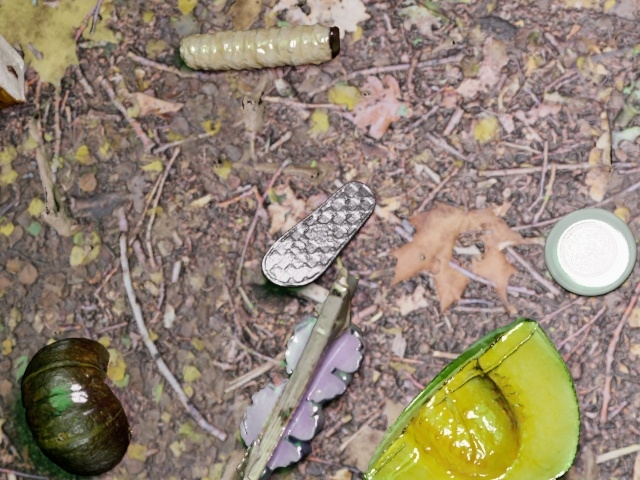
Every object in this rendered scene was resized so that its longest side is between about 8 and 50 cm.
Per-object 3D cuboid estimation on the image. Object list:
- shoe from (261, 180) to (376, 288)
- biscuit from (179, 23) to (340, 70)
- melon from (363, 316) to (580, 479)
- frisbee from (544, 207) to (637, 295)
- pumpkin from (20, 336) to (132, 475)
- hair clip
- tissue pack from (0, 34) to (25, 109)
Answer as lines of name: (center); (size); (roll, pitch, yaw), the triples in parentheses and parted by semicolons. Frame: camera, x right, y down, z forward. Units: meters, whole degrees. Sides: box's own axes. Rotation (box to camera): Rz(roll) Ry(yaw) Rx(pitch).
shoe: (0.000, 0.000, 1.662); (0.071, 0.049, 0.179); (43, 72, 8)
biscuit: (-0.079, -0.254, 1.737); (0.219, 0.061, 0.055); (-1, 84, 12)
melon: (0.190, 0.229, 1.520); (0.265, 0.129, 0.169); (-44, 92, -2)
frisbee: (0.326, 0.013, 1.583); (0.110, 0.014, 0.110); (-4, 76, 15)
pumpkin: (-0.318, 0.206, 1.667); (0.119, 0.107, 0.183); (-24, 73, 3)
hair clip: (-0.019, 0.172, 1.609); (0.106, 0.084, 0.292); (27, 90, 14)
tissue pack: (-0.541, -0.227, 1.789); (0.226, 0.183, 0.092); (-13, 70, 12)
